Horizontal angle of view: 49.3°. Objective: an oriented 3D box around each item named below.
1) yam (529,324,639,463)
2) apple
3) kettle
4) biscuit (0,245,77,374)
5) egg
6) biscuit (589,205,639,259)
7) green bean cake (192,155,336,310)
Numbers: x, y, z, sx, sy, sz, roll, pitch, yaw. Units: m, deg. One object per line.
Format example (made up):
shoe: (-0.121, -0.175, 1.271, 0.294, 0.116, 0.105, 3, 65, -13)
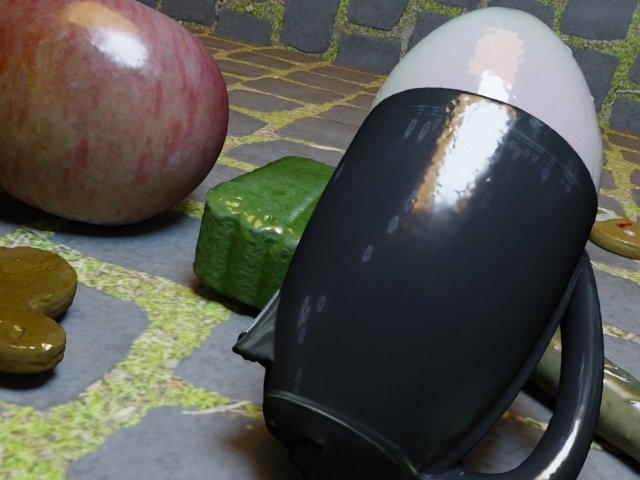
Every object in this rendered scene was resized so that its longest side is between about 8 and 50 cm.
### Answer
yam: (0.224, 0.114, 0.694, 0.071, 0.067, 0.317, 11, 19, -40)
apple: (-0.289, -0.162, 0.874, 0.344, 0.269, 0.345, 17, -1, 0)
kettle: (0.093, 0.068, 0.531, 0.268, 0.207, 0.290, 29, 64, 3)
biscuit: (-0.306, 0.075, 0.556, 0.196, 0.049, 0.301, 19, 23, 8)
egg: (0.233, -0.156, 1.002, 0.354, 0.340, 0.354, 8, 21, -3)
biscuit: (0.496, -0.025, 1.209, 0.184, 0.035, 0.249, -6, 28, -36)
green bean cake: (0.000, 0.000, 0.795, 0.222, 0.125, 0.248, 19, 25, 14)
